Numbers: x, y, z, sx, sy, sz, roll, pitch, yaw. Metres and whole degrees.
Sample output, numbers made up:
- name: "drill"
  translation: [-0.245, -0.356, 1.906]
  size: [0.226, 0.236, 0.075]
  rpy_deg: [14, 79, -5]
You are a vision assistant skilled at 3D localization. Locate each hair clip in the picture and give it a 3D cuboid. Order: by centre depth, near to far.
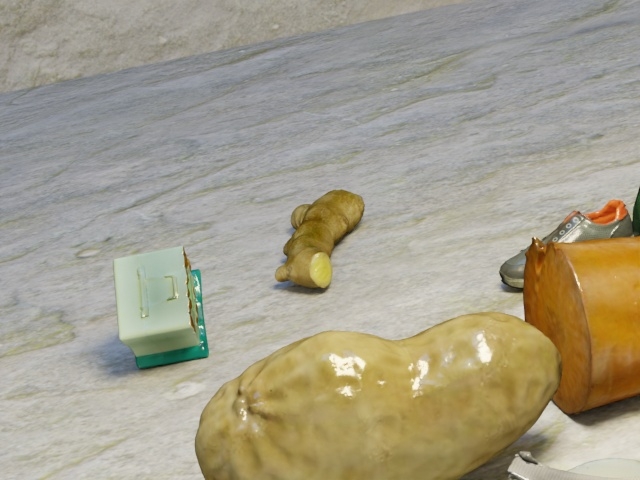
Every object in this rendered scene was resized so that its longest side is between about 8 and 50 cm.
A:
- name: "hair clip"
  translation: [0.264, 0.239, 1.709]
  size: [0.172, 0.049, 0.116]
  rpy_deg: [1, 28, 28]

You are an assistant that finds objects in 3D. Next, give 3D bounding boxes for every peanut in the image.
- name: "peanut"
  translation: [0.059, 0.169, 1.813]
  size: [0.387, 0.192, 0.169]
  rpy_deg: [-14, 33, -1]

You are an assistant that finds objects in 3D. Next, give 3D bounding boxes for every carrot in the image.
- name: "carrot"
  translation: [0.368, 0.073, 1.926]
  size: [0.254, 0.196, 0.196]
  rpy_deg: [-9, 18, -11]

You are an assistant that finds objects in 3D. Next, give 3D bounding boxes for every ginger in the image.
- name: "ginger"
  translation: [-0.002, -0.003, 2.523]
  size: [0.118, 0.065, 0.299]
  rpy_deg: [-23, 16, 14]

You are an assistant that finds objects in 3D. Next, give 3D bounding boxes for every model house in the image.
- name: "model house"
  translation: [-0.202, 0.095, 2.302]
  size: [0.100, 0.149, 0.127]
  rpy_deg: [-10, 64, 4]

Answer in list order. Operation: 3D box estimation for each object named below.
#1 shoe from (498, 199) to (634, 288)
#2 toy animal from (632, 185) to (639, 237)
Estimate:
- name: "shoe"
  translation: [0.317, 0.003, 2.280]
  size: [0.194, 0.077, 0.074]
  rpy_deg: [-16, 20, -9]
- name: "toy animal"
  translation: [0.533, -0.059, 2.156]
  size: [0.338, 0.191, 0.216]
  rpy_deg: [-29, 67, -19]
